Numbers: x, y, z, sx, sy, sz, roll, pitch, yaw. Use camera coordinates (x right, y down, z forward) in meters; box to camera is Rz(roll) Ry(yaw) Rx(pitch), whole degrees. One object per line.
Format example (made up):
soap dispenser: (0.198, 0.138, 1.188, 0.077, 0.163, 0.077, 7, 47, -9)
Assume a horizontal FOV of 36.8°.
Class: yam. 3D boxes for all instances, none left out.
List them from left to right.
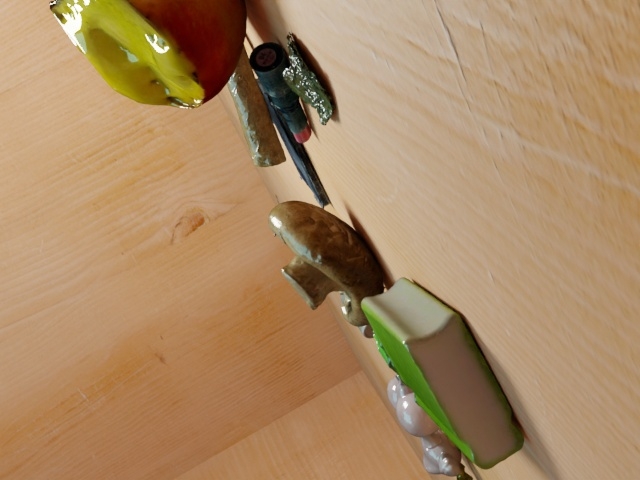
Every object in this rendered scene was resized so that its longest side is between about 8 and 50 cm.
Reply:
yam: (-0.138, -0.277, 1.811, 0.066, 0.066, 0.299, -128, 18, -65)

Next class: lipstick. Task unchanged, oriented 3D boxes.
lipstick: (-0.055, -0.218, 1.504, 0.053, 0.053, 0.234, 58, 177, 28)

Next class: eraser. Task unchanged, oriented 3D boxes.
eraser: (0.160, 0.174, 1.324, 0.210, 0.092, 0.274, 60, 175, -9)

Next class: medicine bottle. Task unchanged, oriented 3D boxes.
medicine bottle: (0.086, 0.149, 2.268, 0.199, 0.058, 0.057, 57, 174, 48)

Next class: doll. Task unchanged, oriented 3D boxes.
doll: (0.225, 0.394, 2.020, 0.365, 0.094, 0.160, 63, 178, -39)

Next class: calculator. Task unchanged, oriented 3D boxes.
calculator: (-0.059, -0.196, 1.913, 0.261, 0.021, 0.161, 64, 175, -35)

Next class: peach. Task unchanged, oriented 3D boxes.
peach: (-0.249, -0.368, 1.505, 0.306, 0.242, 0.380, 36, 160, -16)

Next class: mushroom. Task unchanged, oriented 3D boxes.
mushroom: (0.030, 0.046, 1.710, 0.285, 0.156, 0.151, 49, 168, -22)

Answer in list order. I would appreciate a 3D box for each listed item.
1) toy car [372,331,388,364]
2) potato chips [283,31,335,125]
toy car: (0.147, 0.207, 1.880, 0.071, 0.062, 0.165, 58, 175, 26)
potato chips: (-0.020, -0.216, 1.297, 0.142, 0.026, 0.209, 65, 174, -23)
